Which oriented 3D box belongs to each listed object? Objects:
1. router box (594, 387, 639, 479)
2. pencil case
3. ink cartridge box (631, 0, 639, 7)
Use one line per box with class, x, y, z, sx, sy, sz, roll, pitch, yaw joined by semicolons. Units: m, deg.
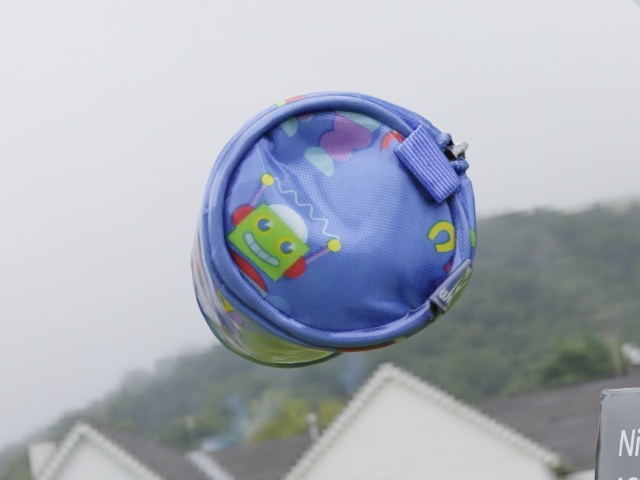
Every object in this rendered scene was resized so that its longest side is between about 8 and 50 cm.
router box;0.203;0.163;0.577;0.081;0.243;0.309;15;-15;-34
pencil case;0.000;0.000;0.999;0.133;0.119;0.306;-28;-2;-7
ink cartridge box;0.249;-0.242;1.034;0.283;0.117;0.207;-46;-8;9
